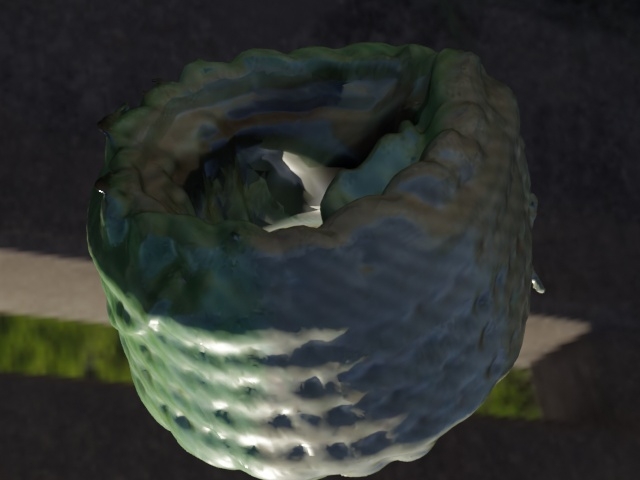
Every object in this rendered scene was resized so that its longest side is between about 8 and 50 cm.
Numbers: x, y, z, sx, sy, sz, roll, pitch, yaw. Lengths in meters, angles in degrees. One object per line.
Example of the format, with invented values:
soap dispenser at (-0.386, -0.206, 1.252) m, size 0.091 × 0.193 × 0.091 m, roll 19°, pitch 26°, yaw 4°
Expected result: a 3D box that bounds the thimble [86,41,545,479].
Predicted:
thimble at (0.000, 0.000, 0.735) m, size 0.219 × 0.219 × 0.150 m, roll -11°, pitch 128°, yaw 1°
